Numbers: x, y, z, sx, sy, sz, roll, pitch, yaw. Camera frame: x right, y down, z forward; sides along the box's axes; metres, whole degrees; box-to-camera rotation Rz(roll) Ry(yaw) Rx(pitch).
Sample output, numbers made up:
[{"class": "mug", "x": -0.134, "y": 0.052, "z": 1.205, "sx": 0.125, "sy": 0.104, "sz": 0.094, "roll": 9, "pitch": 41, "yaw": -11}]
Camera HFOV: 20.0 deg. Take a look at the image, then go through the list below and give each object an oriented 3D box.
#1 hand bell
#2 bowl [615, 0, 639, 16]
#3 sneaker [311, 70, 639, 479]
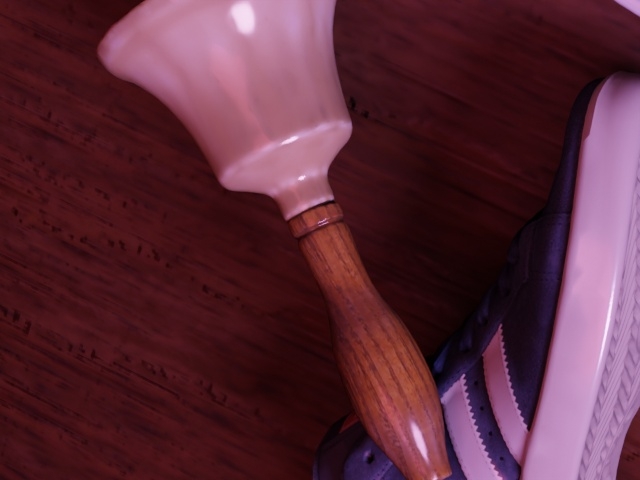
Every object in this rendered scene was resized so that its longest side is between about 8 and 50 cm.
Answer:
[{"class": "hand bell", "x": 0.000, "y": 0.000, "z": 0.826, "sx": 0.126, "sy": 0.126, "sz": 0.242, "roll": -27, "pitch": 81, "yaw": 28}, {"class": "bowl", "x": 0.208, "y": -0.232, "z": 0.668, "sx": 0.311, "sy": 0.163, "sz": 0.312, "roll": 8, "pitch": 115, "yaw": 18}, {"class": "sneaker", "x": 0.075, "y": 0.078, "z": 0.873, "sx": 0.148, "sy": 0.131, "sz": 0.350, "roll": 19, "pitch": 112, "yaw": 24}]
